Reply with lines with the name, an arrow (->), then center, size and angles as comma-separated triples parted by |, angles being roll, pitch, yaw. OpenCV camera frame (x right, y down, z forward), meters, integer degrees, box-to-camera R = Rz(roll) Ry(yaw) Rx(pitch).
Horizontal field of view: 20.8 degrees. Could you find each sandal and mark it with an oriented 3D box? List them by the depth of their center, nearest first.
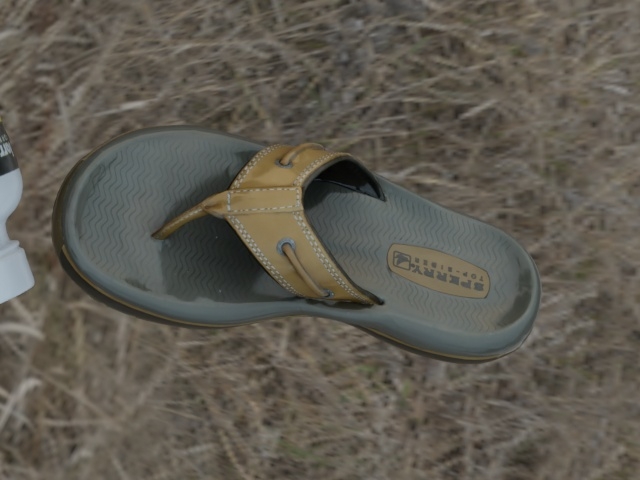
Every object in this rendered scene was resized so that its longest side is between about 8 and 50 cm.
sandal -> 0.000, 0.000, 0.721 | 0.219, 0.060, 0.090 | 16, 64, -16

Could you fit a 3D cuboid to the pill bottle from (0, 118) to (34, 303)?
pill bottle -> -0.370, -0.092, 1.501 | 0.188, 0.188, 0.334 | -23, 98, -21
